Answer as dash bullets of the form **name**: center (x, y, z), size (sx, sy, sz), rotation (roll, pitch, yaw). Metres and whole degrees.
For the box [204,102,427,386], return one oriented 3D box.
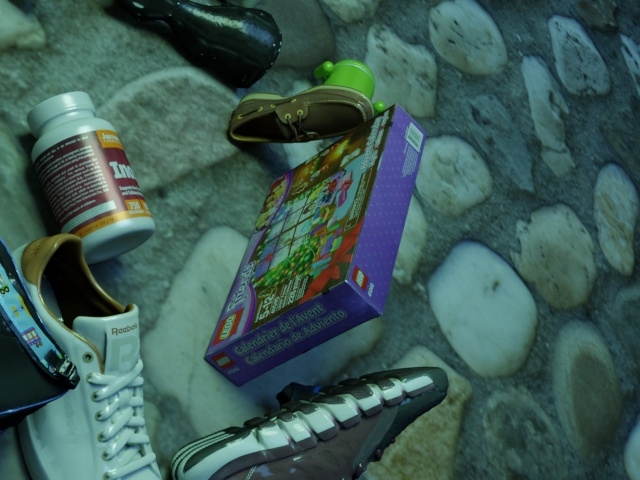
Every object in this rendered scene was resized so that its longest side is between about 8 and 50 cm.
- **box**: center (0.000, 0.000, 1.287), size (0.057, 0.201, 0.293), rotation (43, 37, -22)

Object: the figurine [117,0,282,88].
- **figurine**: center (-0.152, -0.313, 1.444), size (0.209, 0.092, 0.215), rotation (25, 46, -32)

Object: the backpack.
- **backpack**: center (-0.298, 0.072, 0.948), size (0.158, 0.117, 0.173), rotation (-16, 78, -53)

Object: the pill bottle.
- **pill bottle**: center (-0.223, -0.061, 1.163), size (0.086, 0.086, 0.152), rotation (-11, 73, -53)

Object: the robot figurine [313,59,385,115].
- **robot figurine**: center (0.034, -0.190, 1.583), size (0.101, 0.067, 0.115), rotation (33, 40, -12)

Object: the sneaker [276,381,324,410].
- **sneaker**: center (-0.024, 0.217, 1.226), size (0.084, 0.058, 0.152), rotation (16, 71, -14)

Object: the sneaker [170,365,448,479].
- **sneaker**: center (0.010, 0.230, 1.160), size (0.281, 0.106, 0.163), rotation (-19, 91, -15)

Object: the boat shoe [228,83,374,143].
- **boat shoe**: center (-0.024, -0.136, 1.395), size (0.060, 0.178, 0.064), rotation (-59, 139, -46)

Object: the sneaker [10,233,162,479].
- **sneaker**: center (-0.191, 0.130, 1.031), size (0.106, 0.123, 0.290), rotation (-20, 82, -56)
